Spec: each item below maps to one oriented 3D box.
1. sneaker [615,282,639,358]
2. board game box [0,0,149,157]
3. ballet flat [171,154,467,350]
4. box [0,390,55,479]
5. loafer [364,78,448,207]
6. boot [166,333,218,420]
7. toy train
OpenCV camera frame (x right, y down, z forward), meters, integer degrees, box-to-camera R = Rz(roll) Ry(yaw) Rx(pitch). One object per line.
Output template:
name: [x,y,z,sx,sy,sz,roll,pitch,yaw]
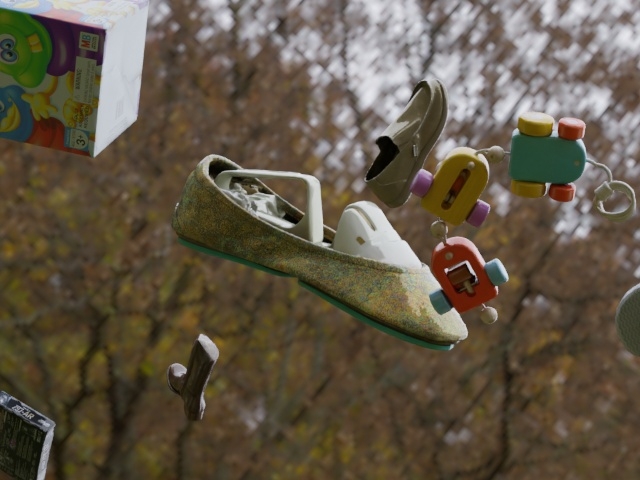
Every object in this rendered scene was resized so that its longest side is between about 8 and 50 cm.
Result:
sneaker: [0.358,0.026,1.326,0.258,0.091,0.094,-17,-90,31]
board game box: [-0.337,-0.200,1.770,0.275,0.144,0.142,12,-67,8]
ballet flat: [0.000,0.000,1.676,0.348,0.123,0.123,22,-31,30]
box: [-0.299,0.198,1.667,0.067,0.018,0.083,28,-53,16]
loafer: [0.092,-0.109,1.800,0.050,0.148,0.056,24,-9,-29]
boot: [-0.162,0.155,2.143,0.106,0.037,0.114,55,-37,45]
toy train: [0.134,-0.023,1.203,0.166,0.046,0.125,-32,-74,17]
